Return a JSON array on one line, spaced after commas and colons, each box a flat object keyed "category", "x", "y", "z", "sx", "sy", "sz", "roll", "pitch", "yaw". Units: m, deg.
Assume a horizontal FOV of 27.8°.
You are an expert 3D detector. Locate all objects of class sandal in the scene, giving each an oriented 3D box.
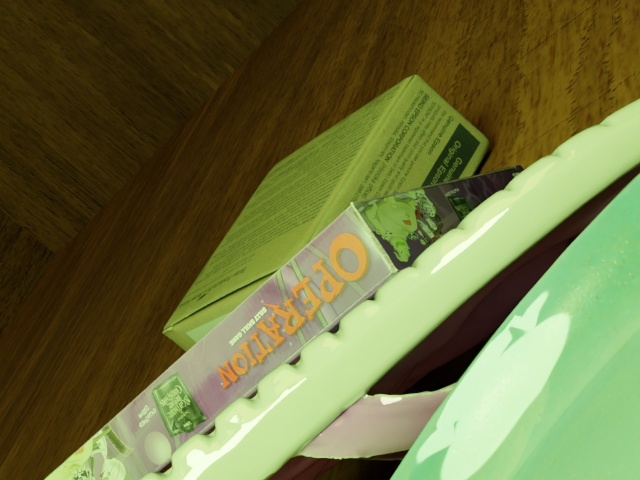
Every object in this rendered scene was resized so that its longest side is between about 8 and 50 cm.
[{"category": "sandal", "x": 0.048, "y": 0.079, "z": 0.610, "sx": 0.416, "sy": 0.102, "sz": 0.169, "roll": -39, "pitch": -10, "yaw": 14}]

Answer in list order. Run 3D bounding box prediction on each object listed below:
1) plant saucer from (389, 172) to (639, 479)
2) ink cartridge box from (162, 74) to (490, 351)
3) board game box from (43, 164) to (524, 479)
[{"category": "plant saucer", "x": 0.069, "y": 0.081, "z": 0.330, "sx": 0.318, "sy": 0.043, "sz": 0.317, "roll": -54, "pitch": 3, "yaw": 5}, {"category": "ink cartridge box", "x": 0.000, "y": 0.000, "z": 1.000, "sx": 0.234, "sy": 0.088, "sz": 0.193, "roll": -26, "pitch": 28, "yaw": 57}, {"category": "board game box", "x": -0.033, "y": 0.083, "z": 0.774, "sx": 0.347, "sy": 0.056, "sz": 0.208, "roll": -42, "pitch": -18, "yaw": 31}]
